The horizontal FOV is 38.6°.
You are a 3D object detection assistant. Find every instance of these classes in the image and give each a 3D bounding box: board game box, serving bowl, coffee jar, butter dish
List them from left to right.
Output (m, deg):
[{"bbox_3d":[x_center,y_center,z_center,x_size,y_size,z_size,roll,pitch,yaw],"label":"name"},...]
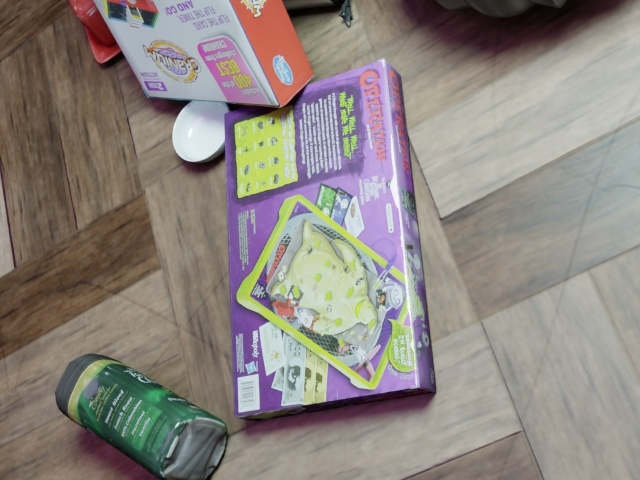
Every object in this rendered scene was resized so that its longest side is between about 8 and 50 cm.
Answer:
[{"bbox_3d":[-0.274,-0.341,1.176,0.160,0.118,0.160,-30,62,19],"label":"butter dish"},{"bbox_3d":[-0.194,0.186,0.972,0.184,0.096,0.079,21,83,33],"label":"coffee jar"},{"bbox_3d":[-0.166,-0.293,0.967,0.242,0.317,0.064,12,49,42],"label":"board game box"},{"bbox_3d":[-0.134,-0.128,1.079,0.083,0.027,0.083,-9,71,28],"label":"serving bowl"},{"bbox_3d":[0.000,0.000,0.950,0.208,0.056,0.347,-15,67,30],"label":"board game box"}]

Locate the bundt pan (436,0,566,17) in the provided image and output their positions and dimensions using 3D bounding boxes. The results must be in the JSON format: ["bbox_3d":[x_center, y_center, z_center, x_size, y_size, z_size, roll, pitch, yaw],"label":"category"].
[{"bbox_3d":[0.198,-0.363,0.903,0.330,0.124,0.331,-9,70,27],"label":"bundt pan"}]

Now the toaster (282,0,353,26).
[{"bbox_3d":[-0.038,-0.353,1.015,0.110,0.168,0.186,-1,73,33],"label":"toaster"}]
